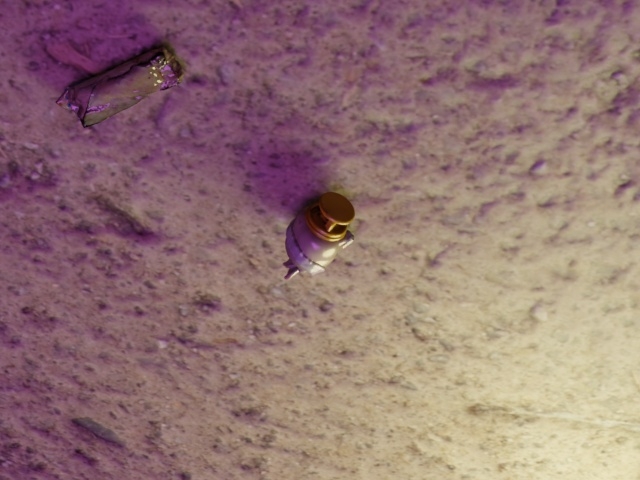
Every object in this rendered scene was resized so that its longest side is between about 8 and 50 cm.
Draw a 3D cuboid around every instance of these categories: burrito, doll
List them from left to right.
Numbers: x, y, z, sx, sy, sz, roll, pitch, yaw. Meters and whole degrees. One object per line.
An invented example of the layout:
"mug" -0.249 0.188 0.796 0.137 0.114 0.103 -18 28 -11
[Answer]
"burrito" -0.225 -0.170 1.584 0.171 0.042 0.051 -22 126 30
"doll" 0.000 0.000 1.662 0.084 0.073 0.127 3 142 -32
